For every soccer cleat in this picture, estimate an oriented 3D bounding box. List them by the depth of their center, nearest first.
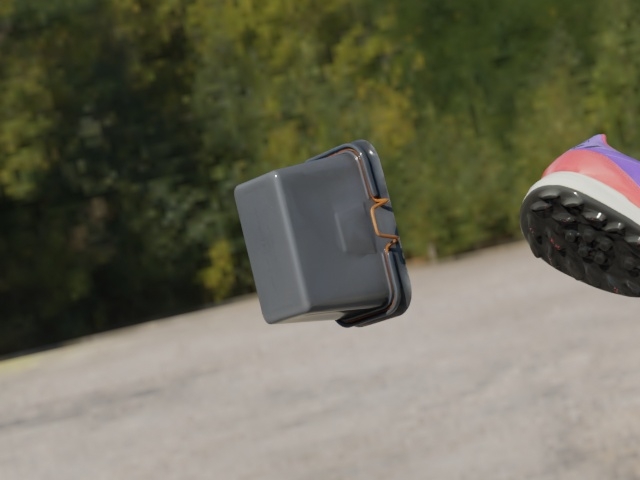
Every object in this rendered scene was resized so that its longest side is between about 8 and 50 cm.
[{"bbox_3d":[0.311,0.021,1.428,0.318,0.109,0.116,29,47,14],"label":"soccer cleat"}]

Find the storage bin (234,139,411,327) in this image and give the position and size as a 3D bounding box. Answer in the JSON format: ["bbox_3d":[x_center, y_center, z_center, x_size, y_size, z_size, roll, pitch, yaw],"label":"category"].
[{"bbox_3d":[0.000,0.000,1.375,0.091,0.135,0.098,-10,-6,-40],"label":"storage bin"}]
